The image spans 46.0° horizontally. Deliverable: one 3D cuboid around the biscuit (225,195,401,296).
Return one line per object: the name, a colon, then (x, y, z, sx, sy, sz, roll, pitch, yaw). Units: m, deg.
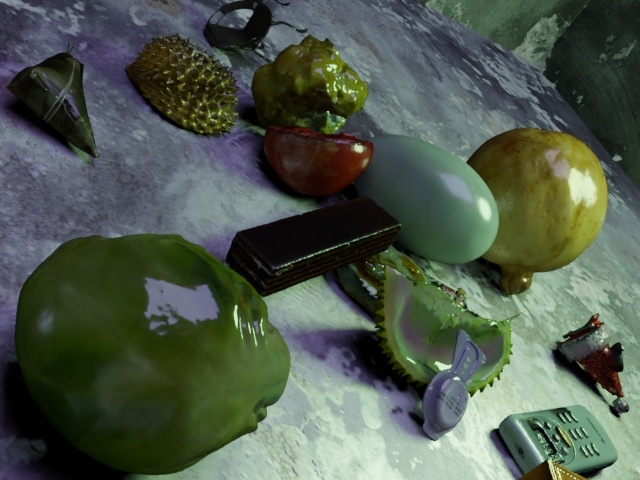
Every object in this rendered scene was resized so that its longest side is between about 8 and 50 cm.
biscuit: (0.000, 0.000, 1.401, 0.107, 0.073, 0.388, 43, 36, 25)

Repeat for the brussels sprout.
brussels sprout: (-0.190, 0.119, 0.905, 0.344, 0.268, 0.344, 32, 24, -16)

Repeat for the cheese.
cheese: (0.230, 0.257, 1.315, 0.105, 0.042, 0.191, 49, 62, -28)

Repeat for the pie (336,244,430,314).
pie: (0.129, 0.074, 1.518, 0.240, 0.054, 0.241, 26, 32, -18)

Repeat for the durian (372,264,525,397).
durian: (0.222, 0.177, 1.366, 0.355, 0.169, 0.158, 20, 33, -33)

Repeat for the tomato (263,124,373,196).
tomato: (-0.012, -0.167, 1.603, 0.233, 0.140, 0.200, 14, 11, 35)

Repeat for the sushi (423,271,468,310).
sushi: (0.281, 0.124, 1.640, 0.126, 0.026, 0.120, 29, 33, -16)

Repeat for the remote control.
remote control: (0.469, 0.392, 1.461, 0.296, 0.056, 0.140, 6, 46, -42)

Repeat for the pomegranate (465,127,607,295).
pomegranate: (0.502, -0.068, 1.842, 0.410, 0.410, 0.410, 27, 32, -19)

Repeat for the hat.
hat: (0.654, 0.290, 1.742, 0.128, 0.140, 0.228, -16, 73, -43)

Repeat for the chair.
chair: (-0.173, -0.535, 1.916, 0.213, 0.149, 0.174, 3, 47, -39)

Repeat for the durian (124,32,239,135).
durian: (-0.260, -0.325, 1.558, 0.249, 0.138, 0.183, 28, 23, -29)

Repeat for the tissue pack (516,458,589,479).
tissue pack: (0.329, 0.490, 1.053, 0.145, 0.194, 0.275, 31, 32, -21)

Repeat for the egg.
egg: (0.227, -0.099, 1.677, 0.371, 0.230, 0.230, 40, 30, 16)

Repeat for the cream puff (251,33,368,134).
cream puff: (-0.025, -0.351, 1.707, 0.281, 0.281, 0.185, 15, 61, -35)

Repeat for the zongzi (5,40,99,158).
zongzi: (-0.428, -0.241, 1.324, 0.184, 0.084, 0.187, 46, 24, -16)
